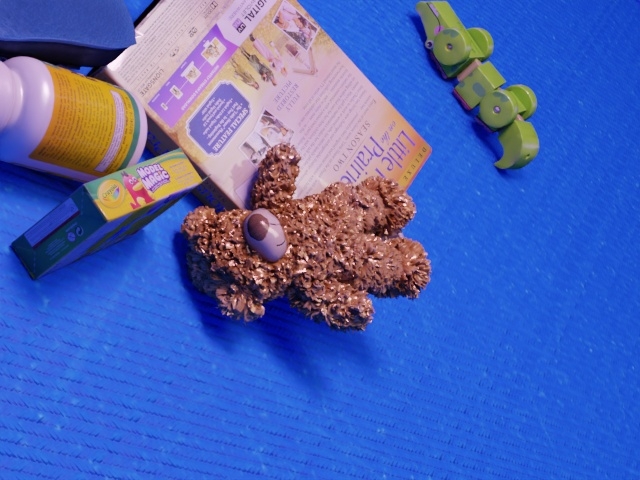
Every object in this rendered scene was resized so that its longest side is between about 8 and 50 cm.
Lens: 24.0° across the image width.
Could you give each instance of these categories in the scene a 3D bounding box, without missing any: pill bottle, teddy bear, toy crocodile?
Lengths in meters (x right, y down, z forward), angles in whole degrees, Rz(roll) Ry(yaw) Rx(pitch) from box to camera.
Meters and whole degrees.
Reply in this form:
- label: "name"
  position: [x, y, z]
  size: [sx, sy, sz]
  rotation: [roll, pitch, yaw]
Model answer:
- label: "pill bottle"
  position: [-0.302, -0.135, 1.650]
  size: [0.208, 0.117, 0.117]
  rotation: [14, 50, -48]
- label: "teddy bear"
  position: [0.000, 0.000, 1.848]
  size: [0.338, 0.113, 0.245]
  rotation: [13, 69, -31]
- label: "toy crocodile"
  position: [0.272, -0.278, 2.623]
  size: [0.340, 0.105, 0.115]
  rotation: [55, 31, 8]

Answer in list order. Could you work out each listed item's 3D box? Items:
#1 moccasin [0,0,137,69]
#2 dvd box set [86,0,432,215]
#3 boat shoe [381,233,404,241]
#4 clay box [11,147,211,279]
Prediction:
- label: "moccasin"
  position: [-0.360, -0.237, 1.673]
  size: [0.342, 0.117, 0.137]
  rotation: [15, 58, -45]
- label: "dvd box set"
  position: [-0.068, -0.160, 1.955]
  size: [0.420, 0.062, 0.307]
  rotation: [45, 55, -17]
- label: "boat shoe"
  position: [0.037, -0.061, 2.090]
  size: [0.227, 0.081, 0.068]
  rotation: [55, 26, -7]
- label: "clay box"
  position: [-0.224, -0.035, 1.655]
  size: [0.053, 0.127, 0.222]
  rotation: [56, 30, 2]
